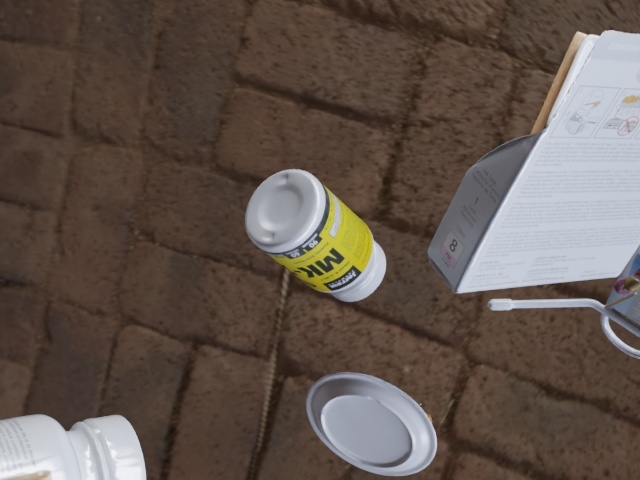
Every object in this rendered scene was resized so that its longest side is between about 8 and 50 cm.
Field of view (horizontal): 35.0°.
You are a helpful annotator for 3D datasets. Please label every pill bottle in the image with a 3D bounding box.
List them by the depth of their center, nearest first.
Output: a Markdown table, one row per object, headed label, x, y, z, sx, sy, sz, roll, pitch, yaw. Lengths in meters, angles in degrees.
| label | x | y | z | sx | sy | sz | roll | pitch | yaw |
| --- | --- | --- | --- | --- | --- | --- | --- | --- | --- |
| pill bottle | -0.283 | 0.228 | 0.918 | 0.131 | 0.229 | 0.131 | 12 | 104 | 55 |
| pill bottle | 0.000 | 0.000 | 1.385 | 0.119 | 0.208 | 0.119 | -16 | 57 | 27 |

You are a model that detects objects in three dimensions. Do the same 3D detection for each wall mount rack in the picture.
| label | x | y | z | sx | sy | sz | roll | pitch | yaw |
| --- | --- | --- | --- | --- | --- | --- | --- | --- | --- |
| wall mount rack | 0.415 | 0.078 | 1.450 | 0.304 | 0.130 | 0.350 | 32 | 148 | 19 |

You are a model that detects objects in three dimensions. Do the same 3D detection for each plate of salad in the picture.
| label | x | y | z | sx | sy | sz | roll | pitch | yaw |
| --- | --- | --- | --- | --- | --- | --- | --- | --- | --- |
| plate of salad | 0.073 | 0.257 | 1.447 | 0.199 | 0.048 | 0.200 | 15 | 132 | 18 |

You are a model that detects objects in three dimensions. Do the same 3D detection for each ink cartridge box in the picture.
| label | x | y | z | sx | sy | sz | roll | pitch | yaw |
| --- | --- | --- | --- | --- | --- | --- | --- | --- | --- |
| ink cartridge box | 0.206 | -0.064 | 0.770 | 0.066 | 0.189 | 0.232 | 53 | 134 | 41 |

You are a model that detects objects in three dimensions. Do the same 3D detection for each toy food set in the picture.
| label | x | y | z | sx | sy | sz | roll | pitch | yaw |
| --- | --- | --- | --- | --- | --- | --- | --- | --- | --- |
| toy food set | 0.392 | 0.039 | 1.228 | 0.019 | 0.122 | 0.078 | 57 | 149 | 5 |

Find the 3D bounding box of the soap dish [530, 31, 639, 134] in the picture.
| label | x | y | z | sx | sy | sz | roll | pitch | yaw |
| --- | --- | --- | --- | --- | --- | --- | --- | --- | --- |
| soap dish | 0.505 | -0.184 | 1.659 | 0.290 | 0.118 | 0.229 | 25 | 71 | 4 |
